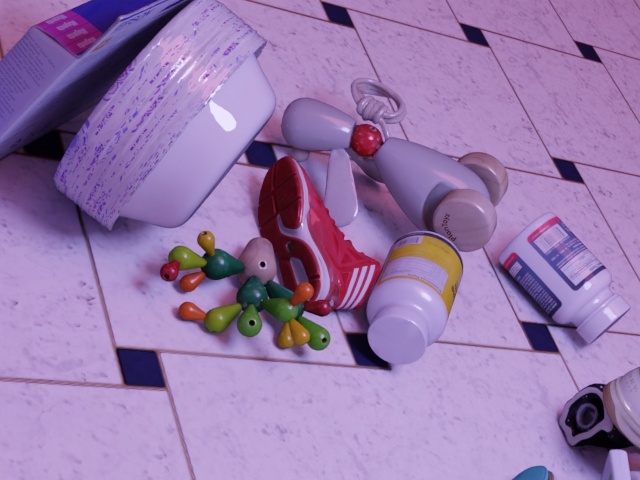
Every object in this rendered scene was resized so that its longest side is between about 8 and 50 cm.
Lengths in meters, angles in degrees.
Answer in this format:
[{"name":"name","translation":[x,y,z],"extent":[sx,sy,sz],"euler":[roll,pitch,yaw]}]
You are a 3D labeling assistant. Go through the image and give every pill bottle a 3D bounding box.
[{"name":"pill bottle","translation":[0.354,0.057,1.892],"extent":[0.180,0.108,0.108],"euler":[49,37,14]},{"name":"pill bottle","translation":[0.117,0.074,1.672],"extent":[0.103,0.103,0.184],"euler":[34,36,-5]}]

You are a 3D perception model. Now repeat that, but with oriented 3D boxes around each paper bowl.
[{"name":"paper bowl","translation":[-0.160,-0.128,1.500],"extent":[0.148,0.284,0.284],"euler":[38,35,-4]}]

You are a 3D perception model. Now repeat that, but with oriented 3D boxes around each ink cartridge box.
[{"name":"ink cartridge box","translation":[-0.251,-0.222,1.487],"extent":[0.071,0.330,0.324],"euler":[51,35,-3]}]

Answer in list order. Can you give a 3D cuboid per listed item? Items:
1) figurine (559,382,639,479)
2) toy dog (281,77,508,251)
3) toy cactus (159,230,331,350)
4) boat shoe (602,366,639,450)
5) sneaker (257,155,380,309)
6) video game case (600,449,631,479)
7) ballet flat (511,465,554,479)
[{"name":"figurine","translation":[0.442,0.302,1.722],"extent":[0.209,0.092,0.214],"euler":[16,42,-34]},{"name":"toy dog","translation":[0.101,-0.070,1.817],"extent":[0.334,0.161,0.220],"euler":[37,36,24]},{"name":"toy cactus","translation":[-0.079,0.045,1.552],"extent":[0.219,0.112,0.180],"euler":[21,28,-9]},{"name":"boat shoe","translation":[0.490,0.259,1.662],"extent":[0.302,0.098,0.109],"euler":[40,30,-17]},{"name":"sneaker","translation":[0.000,0.000,1.691],"extent":[0.128,0.087,0.221],"euler":[18,50,-41]},{"name":"video game case","translation":[0.319,0.373,1.450],"extent":[0.023,0.193,0.212],"euler":[5,40,0]},{"name":"ballet flat","translation":[0.225,0.337,1.522],"extent":[0.206,0.073,0.067],"euler":[-35,103,-51]}]
